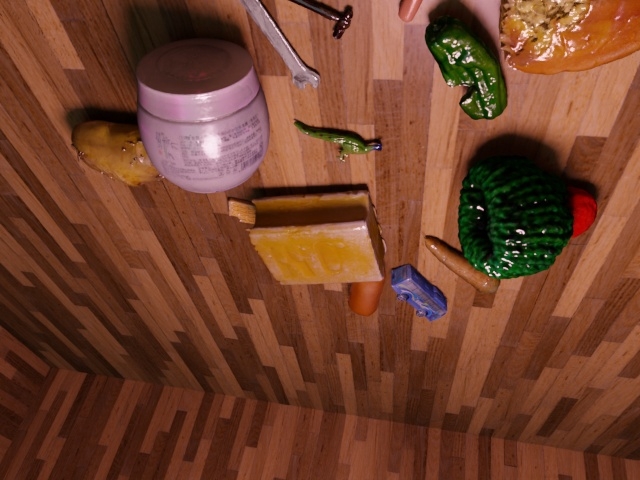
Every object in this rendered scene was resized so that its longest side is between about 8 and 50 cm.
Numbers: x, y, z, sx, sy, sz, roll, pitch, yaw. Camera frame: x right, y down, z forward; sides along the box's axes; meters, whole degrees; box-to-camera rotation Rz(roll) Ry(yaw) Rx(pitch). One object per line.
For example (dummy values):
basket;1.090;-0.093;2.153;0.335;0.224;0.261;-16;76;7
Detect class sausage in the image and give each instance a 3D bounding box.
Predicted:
sausage;0.147;0.157;1.696;0.105;0.105;0.274;10;144;5
sausage;0.166;-0.433;0.949;0.034;0.034;0.083;19;145;-7

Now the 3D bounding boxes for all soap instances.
soap;0.000;0.000;1.479;0.334;0.156;0.294;-3;142;14

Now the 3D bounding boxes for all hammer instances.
hammer;-0.026;-0.445;1.006;0.178;0.021;0.065;21;144;-10

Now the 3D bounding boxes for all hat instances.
hat;0.492;-0.054;1.186;0.331;0.275;0.242;-2;-179;-17

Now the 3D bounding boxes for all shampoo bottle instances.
shampoo bottle;-0.245;-0.262;1.112;0.272;0.273;0.267;8;134;8

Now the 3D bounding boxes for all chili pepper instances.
chili pepper;0.290;-0.329;1.013;0.099;0.084;0.253;-15;140;35

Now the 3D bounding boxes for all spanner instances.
spanner;-0.099;-0.421;1.066;0.071;0.018;0.302;-12;137;32

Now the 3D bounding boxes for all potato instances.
potato;-0.494;-0.224;1.356;0.300;0.140;0.173;10;140;12

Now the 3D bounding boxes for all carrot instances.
carrot;0.394;0.060;1.522;0.298;0.078;0.078;32;141;-15

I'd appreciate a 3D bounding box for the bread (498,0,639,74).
bread;0.424;-0.371;0.869;0.249;0.133;0.179;-1;146;21

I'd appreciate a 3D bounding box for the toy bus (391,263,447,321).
toy bus;0.315;0.171;1.677;0.094;0.079;0.236;-23;131;37

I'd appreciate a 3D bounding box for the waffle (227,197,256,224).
waffle;-0.206;-0.081;1.556;0.134;0.021;0.092;12;144;2

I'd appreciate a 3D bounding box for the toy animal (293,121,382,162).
toy animal;0.038;-0.229;1.263;0.216;0.041;0.075;15;143;4
